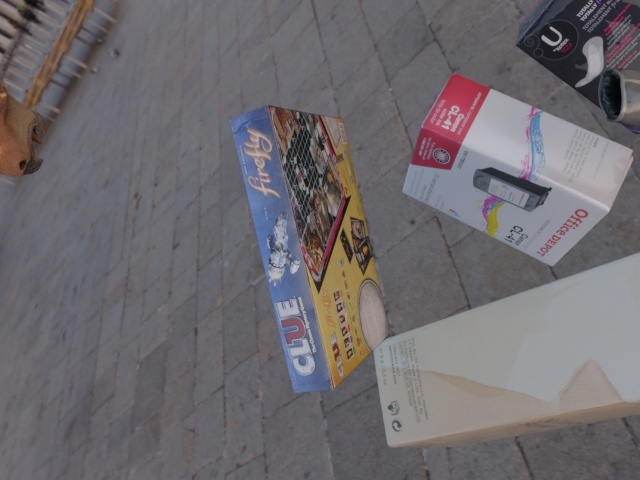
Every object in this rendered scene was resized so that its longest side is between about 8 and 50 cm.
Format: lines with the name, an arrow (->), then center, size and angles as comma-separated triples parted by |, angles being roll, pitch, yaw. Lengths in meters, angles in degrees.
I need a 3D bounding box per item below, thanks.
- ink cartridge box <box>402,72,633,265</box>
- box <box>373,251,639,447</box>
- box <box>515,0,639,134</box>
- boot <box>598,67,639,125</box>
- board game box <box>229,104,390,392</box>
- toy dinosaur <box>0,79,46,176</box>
ink cartridge box -> 0.312, -0.113, 0.918 | 0.131, 0.306, 0.226 | -56, -13, -21
box -> 0.222, 0.131, 0.566 | 0.311, 0.148, 0.121 | -29, 56, 38
box -> 0.493, -0.339, 0.920 | 0.165, 0.270, 0.143 | -52, 6, 40
boot -> 0.450, -0.144, 0.625 | 0.190, 0.208, 0.076 | -83, 4, -57
board game box -> 0.000, 0.000, 0.528 | 0.042, 0.165, 0.244 | -12, 92, 25
toy dinosaur -> -0.346, -0.166, 0.378 | 0.127, 0.295, 0.201 | 155, 128, -71
